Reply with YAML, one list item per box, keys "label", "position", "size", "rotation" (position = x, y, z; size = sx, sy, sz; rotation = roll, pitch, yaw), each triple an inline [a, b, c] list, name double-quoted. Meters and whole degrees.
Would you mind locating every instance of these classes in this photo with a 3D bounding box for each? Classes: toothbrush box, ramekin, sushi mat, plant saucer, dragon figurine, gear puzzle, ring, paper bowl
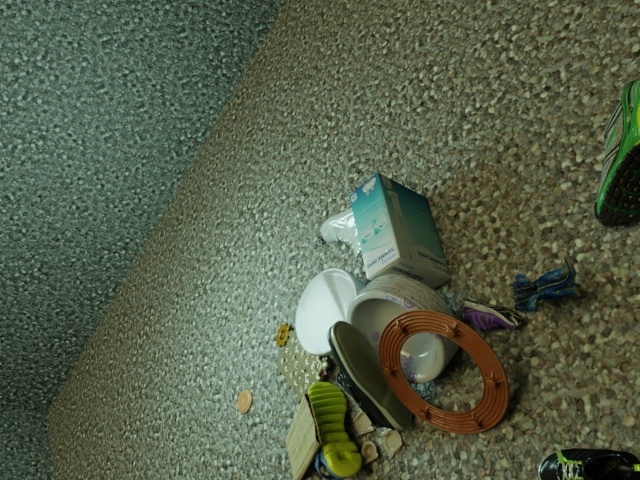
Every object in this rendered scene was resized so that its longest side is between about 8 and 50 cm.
- label: "toothbrush box"
  position: [0.219, -0.013, 1.706]
  size: [0.126, 0.216, 0.295]
  rotation: [-39, 46, 33]
- label: "ramekin"
  position: [0.058, 0.226, 1.852]
  size: [0.273, 0.127, 0.272]
  rotation: [-27, 52, 41]
- label: "sushi mat"
  position: [-0.054, 0.579, 1.772]
  size: [0.316, 0.019, 0.151]
  rotation: [108, 152, -47]
- label: "plant saucer"
  position: [-0.271, 0.571, 2.171]
  size: [0.084, 0.013, 0.083]
  rotation: [-27, 52, 41]
- label: "dragon figurine"
  position: [0.482, 0.105, 1.336]
  size: [0.144, 0.289, 0.085]
  rotation: [-18, 77, 12]
- label: "gear puzzle"
  position: [-0.073, 0.386, 2.008]
  size: [0.175, 0.044, 0.339]
  rotation: [-62, 35, 10]
- label: "ring"
  position: [0.277, 0.317, 1.441]
  size: [0.337, 0.032, 0.336]
  rotation: [19, 123, 33]
- label: "paper bowl"
  position: [0.221, 0.214, 1.574]
  size: [0.284, 0.284, 0.148]
  rotation: [-14, 20, 47]

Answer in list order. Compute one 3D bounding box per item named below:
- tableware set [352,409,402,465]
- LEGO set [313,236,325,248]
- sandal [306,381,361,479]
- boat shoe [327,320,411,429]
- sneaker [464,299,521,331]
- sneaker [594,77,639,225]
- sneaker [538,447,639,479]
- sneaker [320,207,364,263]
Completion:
- label: "tableware set"
  position: [0.151, 0.521, 1.668]
  size: [0.141, 0.020, 0.168]
  rotation: [-43, 47, 30]
- label: "LEGO set"
  position: [0.000, -0.002, 2.125]
  size: [0.083, 0.024, 0.054]
  rotation: [-60, 37, 9]
- label: "sandal"
  position: [0.018, 0.550, 1.748]
  size: [0.317, 0.126, 0.138]
  rotation: [-103, 25, -47]
- label: "boat shoe"
  position: [0.101, 0.357, 1.578]
  size: [0.113, 0.340, 0.127]
  rotation: [-25, 22, 37]
- label: "sneaker"
  position: [0.419, 0.194, 1.497]
  size: [0.170, 0.068, 0.071]
  rotation: [13, 98, 61]
- label: "sneaker"
  position: [0.682, -0.193, 1.332]
  size: [0.146, 0.134, 0.343]
  rotation: [-145, 75, -78]
- label: "sneaker"
  position: [0.523, 0.441, 1.197]
  size: [0.235, 0.097, 0.084]
  rotation: [-25, 53, 42]
- label: "sneaker"
  position: [0.099, -0.002, 1.935]
  size: [0.293, 0.108, 0.169]
  rotation: [-31, 61, 54]
